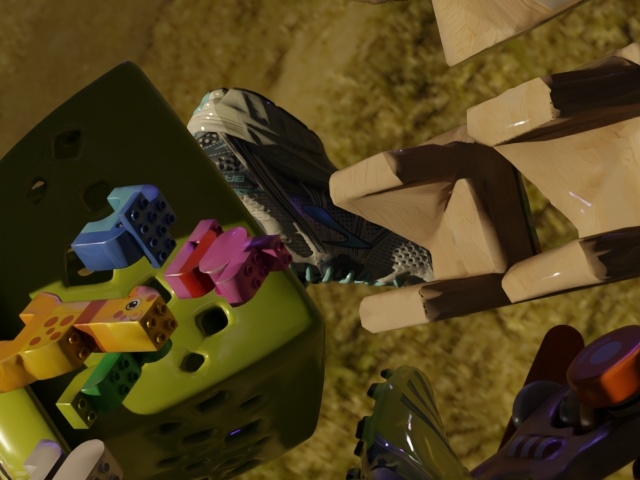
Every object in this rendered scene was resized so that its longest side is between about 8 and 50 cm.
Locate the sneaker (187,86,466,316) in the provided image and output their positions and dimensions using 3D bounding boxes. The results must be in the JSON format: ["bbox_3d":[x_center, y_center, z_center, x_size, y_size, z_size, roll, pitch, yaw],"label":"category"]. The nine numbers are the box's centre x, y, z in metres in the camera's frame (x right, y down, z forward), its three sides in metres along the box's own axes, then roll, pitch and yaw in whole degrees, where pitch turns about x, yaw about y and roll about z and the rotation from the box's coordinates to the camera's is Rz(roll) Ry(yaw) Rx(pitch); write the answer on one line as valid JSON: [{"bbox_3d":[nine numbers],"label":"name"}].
[{"bbox_3d":[0.000,0.000,1.249,0.122,0.283,0.110,-62,9,-17],"label":"sneaker"}]

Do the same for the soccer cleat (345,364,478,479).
[{"bbox_3d":[0.084,0.198,1.285,0.289,0.121,0.093,-75,-4,-67],"label":"soccer cleat"}]

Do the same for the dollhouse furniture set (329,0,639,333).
[{"bbox_3d":[0.166,-0.178,0.615,0.394,0.257,0.362,-20,82,66],"label":"dollhouse furniture set"}]

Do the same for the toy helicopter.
[{"bbox_3d":[0.180,0.199,1.407,0.355,0.140,0.235,-35,13,5],"label":"toy helicopter"}]

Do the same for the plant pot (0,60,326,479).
[{"bbox_3d":[-0.142,0.062,1.003,0.207,0.227,0.228,-32,70,-16],"label":"plant pot"}]

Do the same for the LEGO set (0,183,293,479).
[{"bbox_3d":[-0.090,0.043,0.773,0.093,0.087,0.227,-5,39,38],"label":"LEGO set"}]
